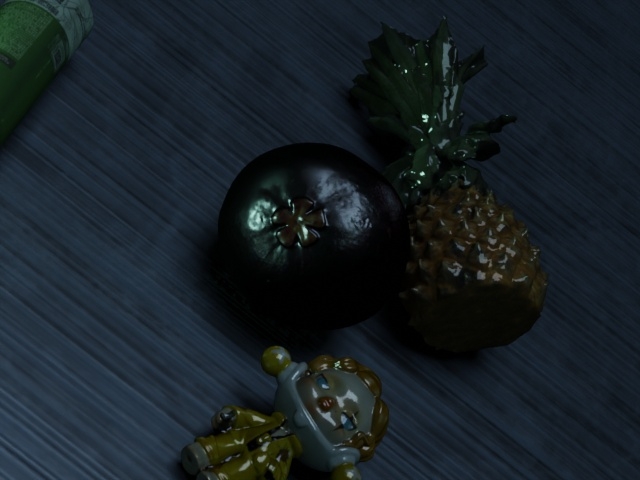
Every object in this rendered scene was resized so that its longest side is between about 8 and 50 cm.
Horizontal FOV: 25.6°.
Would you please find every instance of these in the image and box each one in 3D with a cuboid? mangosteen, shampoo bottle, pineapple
[{"bbox_3d":[0.000,0.000,0.989,0.137,0.137,0.151,53,8,15],"label":"mangosteen"},{"bbox_3d":[-0.218,-0.108,0.952,0.065,0.065,0.204,33,41,-8],"label":"shampoo bottle"},{"bbox_3d":[0.098,-0.046,1.105,0.119,0.130,0.277,-5,55,-4],"label":"pineapple"}]

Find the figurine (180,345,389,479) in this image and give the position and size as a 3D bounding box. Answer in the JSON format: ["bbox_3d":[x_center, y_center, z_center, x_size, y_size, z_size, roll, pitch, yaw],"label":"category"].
[{"bbox_3d":[-0.016,0.127,0.901,0.101,0.068,0.143,38,53,4],"label":"figurine"}]
